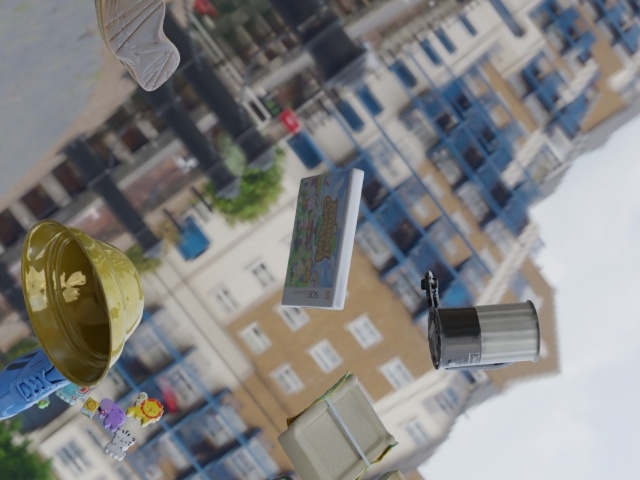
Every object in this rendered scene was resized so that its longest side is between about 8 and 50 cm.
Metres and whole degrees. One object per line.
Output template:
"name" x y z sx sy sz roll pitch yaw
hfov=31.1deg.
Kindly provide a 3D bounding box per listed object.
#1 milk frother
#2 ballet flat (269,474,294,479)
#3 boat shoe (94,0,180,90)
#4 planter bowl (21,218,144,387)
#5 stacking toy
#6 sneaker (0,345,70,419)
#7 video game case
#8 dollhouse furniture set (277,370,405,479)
"milk frother" 0.208 0.100 1.538 0.134 0.143 0.129 -4 165 -5
"ballet flat" -0.047 0.462 1.870 0.096 0.095 0.280 -42 151 -19
"boat shoe" -0.333 -0.378 1.952 0.123 0.123 0.342 -44 163 -7
"planter bowl" -0.287 0.069 1.459 0.090 0.217 0.217 -18 170 -40
"stacking toy" -0.381 0.264 1.915 0.167 0.221 0.052 -52 -175 49
"sneaker" -0.409 0.196 1.703 0.209 0.069 0.082 -35 -165 -6
"video game case" 0.000 0.000 1.786 0.193 0.023 0.212 -4 -104 65
"dollhouse furniture set" 0.032 0.416 2.026 0.151 0.301 0.197 -29 -177 45
